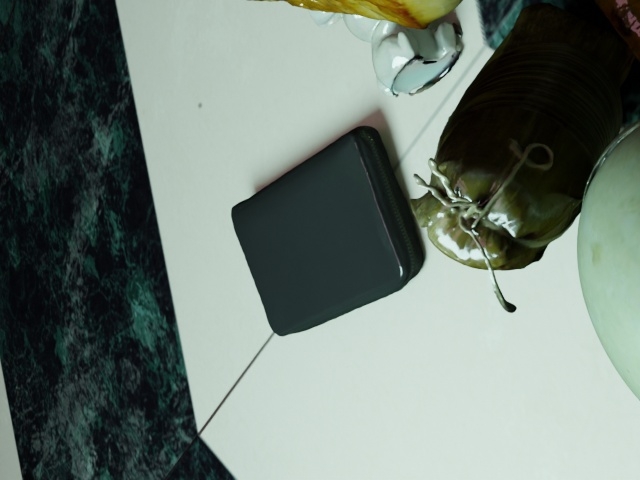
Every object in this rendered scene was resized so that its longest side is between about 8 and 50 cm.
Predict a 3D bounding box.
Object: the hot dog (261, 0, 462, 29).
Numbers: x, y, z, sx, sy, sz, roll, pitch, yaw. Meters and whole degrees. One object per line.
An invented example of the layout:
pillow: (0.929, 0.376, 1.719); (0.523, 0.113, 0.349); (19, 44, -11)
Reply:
hot dog: (-0.009, -0.303, 0.971); (0.405, 0.185, 0.223); (25, 90, 58)

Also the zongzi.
zongzi: (0.112, -0.009, 0.883); (0.111, 0.247, 0.241); (26, 133, 7)

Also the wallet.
wallet: (0.000, 0.000, 1.191); (0.250, 0.044, 0.149); (-30, 77, 53)

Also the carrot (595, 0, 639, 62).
carrot: (0.195, -0.178, 0.870); (0.170, 0.042, 0.042); (63, 142, 21)

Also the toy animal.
toy animal: (0.054, -0.178, 1.046); (0.124, 0.071, 0.085); (58, 157, 17)

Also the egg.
egg: (0.246, 0.026, 0.714); (0.253, 0.187, 0.186); (59, 140, 36)
